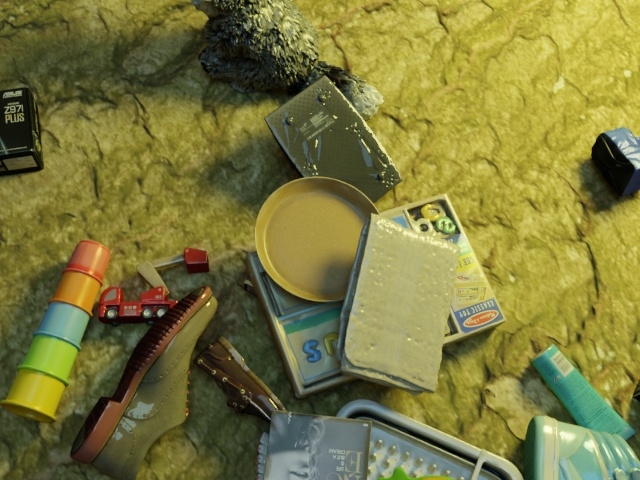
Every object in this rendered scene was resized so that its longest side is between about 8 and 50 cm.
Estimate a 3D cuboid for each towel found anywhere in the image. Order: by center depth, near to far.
[{"bbox_3d":[0.134,0.111,1.351,0.187,0.049,0.282,20,72,-17],"label":"towel"}]

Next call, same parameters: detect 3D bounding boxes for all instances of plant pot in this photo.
[{"bbox_3d":[0.000,0.000,1.397,0.237,0.032,0.236,4,67,-9],"label":"plant pot"}]

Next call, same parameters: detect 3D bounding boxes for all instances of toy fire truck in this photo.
[{"bbox_3d":[-0.299,0.083,1.427,0.192,0.047,0.135,-1,66,-4],"label":"toy fire truck"}]

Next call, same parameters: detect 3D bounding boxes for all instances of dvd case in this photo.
[{"bbox_3d":[-0.009,0.388,1.252,0.165,0.018,0.221,7,68,-1],"label":"dvd case"}]

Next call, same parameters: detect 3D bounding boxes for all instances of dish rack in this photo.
[{"bbox_3d":[0.138,0.443,1.286,0.333,0.072,0.285,23,67,6],"label":"dish rack"}]

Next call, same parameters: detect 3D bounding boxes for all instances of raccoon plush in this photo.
[{"bbox_3d":[-0.062,-0.439,1.541,0.447,0.299,0.216,16,65,3],"label":"raccoon plush"}]

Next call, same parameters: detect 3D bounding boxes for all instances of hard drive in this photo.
[{"bbox_3d":[0.023,-0.170,1.525,0.172,0.054,0.254,-39,94,-19],"label":"hard drive"}]

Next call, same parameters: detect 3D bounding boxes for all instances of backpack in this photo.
[{"bbox_3d":[0.607,-0.164,1.582,0.101,0.098,0.120,-18,55,-21],"label":"backpack"}]

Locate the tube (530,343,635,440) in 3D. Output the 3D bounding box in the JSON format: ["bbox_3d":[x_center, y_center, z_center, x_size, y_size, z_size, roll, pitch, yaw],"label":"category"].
[{"bbox_3d":[0.458,0.279,1.398,0.080,0.052,0.207,-37,79,-5],"label":"tube"}]

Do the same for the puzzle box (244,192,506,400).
[{"bbox_3d":[0.098,0.093,1.424,0.409,0.052,0.272,-18,74,-17],"label":"puzzle box"}]

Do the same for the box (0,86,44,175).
[{"bbox_3d":[-0.633,-0.201,1.512,0.180,0.077,0.147,-10,66,-8],"label":"box"}]

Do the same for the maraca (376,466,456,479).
[{"bbox_3d":[0.160,0.418,1.212,0.186,0.099,0.127,11,60,31],"label":"maraca"}]

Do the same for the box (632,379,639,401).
[{"bbox_3d":[0.679,0.222,1.405,0.153,0.108,0.207,30,68,10],"label":"box"}]

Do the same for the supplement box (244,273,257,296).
[{"bbox_3d":[-0.097,0.063,1.453,0.055,0.043,0.083,25,66,7],"label":"supplement box"}]

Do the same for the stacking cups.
[{"bbox_3d":[-0.441,0.152,1.373,0.096,0.096,0.316,15,61,2],"label":"stacking cups"}]

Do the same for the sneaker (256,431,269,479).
[{"bbox_3d":[-0.065,0.398,1.295,0.075,0.063,0.170,-2,61,2],"label":"sneaker"}]

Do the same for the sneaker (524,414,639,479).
[{"bbox_3d":[0.440,0.448,1.274,0.208,0.127,0.318,6,66,2],"label":"sneaker"}]

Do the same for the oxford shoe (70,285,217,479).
[{"bbox_3d":[-0.265,0.238,1.327,0.130,0.123,0.348,38,80,-16],"label":"oxford shoe"}]

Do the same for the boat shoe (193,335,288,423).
[{"bbox_3d":[-0.132,0.258,1.350,0.073,0.073,0.207,-39,67,-20],"label":"boat shoe"}]
